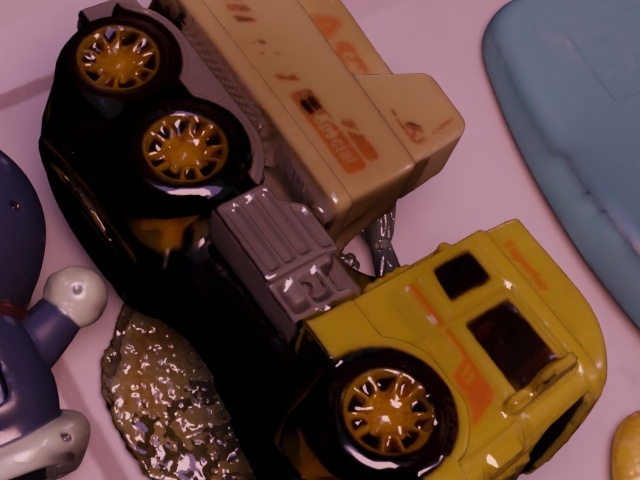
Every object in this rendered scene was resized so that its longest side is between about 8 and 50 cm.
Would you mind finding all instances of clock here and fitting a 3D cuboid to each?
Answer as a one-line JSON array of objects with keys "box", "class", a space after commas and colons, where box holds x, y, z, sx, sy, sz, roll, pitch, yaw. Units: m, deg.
[{"box": [-0.235, 0.045, 0.770, 0.199, 0.146, 0.243, -17, 79, -12], "class": "clock"}]

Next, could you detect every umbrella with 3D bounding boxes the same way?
[{"box": [0.047, 0.023, 0.890, 0.044, 0.044, 0.269, -1, 75, -38], "class": "umbrella"}]

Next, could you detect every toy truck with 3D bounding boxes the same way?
[{"box": [0.000, 0.000, 0.784, 0.254, 0.181, 0.405, -28, 67, -22], "class": "toy truck"}]

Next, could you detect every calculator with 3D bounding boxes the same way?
[{"box": [0.288, -0.075, 0.954, 0.256, 0.054, 0.386, -22, 67, -18], "class": "calculator"}]

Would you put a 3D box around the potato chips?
[{"box": [-0.042, 0.103, 0.841, 0.202, 0.029, 0.220, -18, 69, -16], "class": "potato chips"}]

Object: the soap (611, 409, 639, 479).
[{"box": [0.286, 0.166, 0.866, 0.168, 0.033, 0.089, 9, 68, -6], "class": "soap"}]
